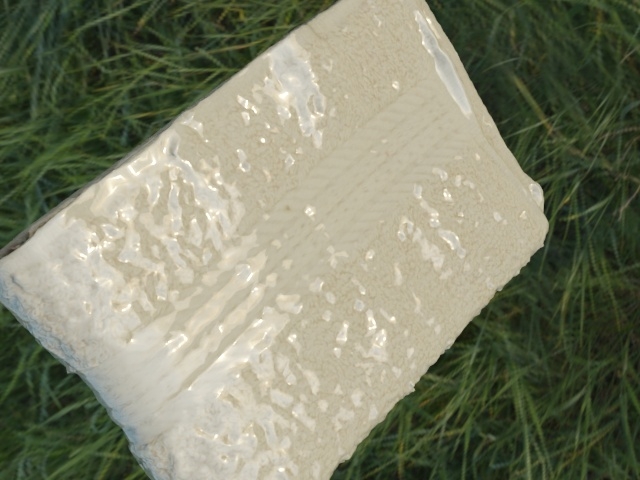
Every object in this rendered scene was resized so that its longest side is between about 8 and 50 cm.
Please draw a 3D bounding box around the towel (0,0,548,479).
[{"bbox_3d":[0.000,0.000,0.473,0.187,0.282,0.049,55,150,-16],"label":"towel"}]
